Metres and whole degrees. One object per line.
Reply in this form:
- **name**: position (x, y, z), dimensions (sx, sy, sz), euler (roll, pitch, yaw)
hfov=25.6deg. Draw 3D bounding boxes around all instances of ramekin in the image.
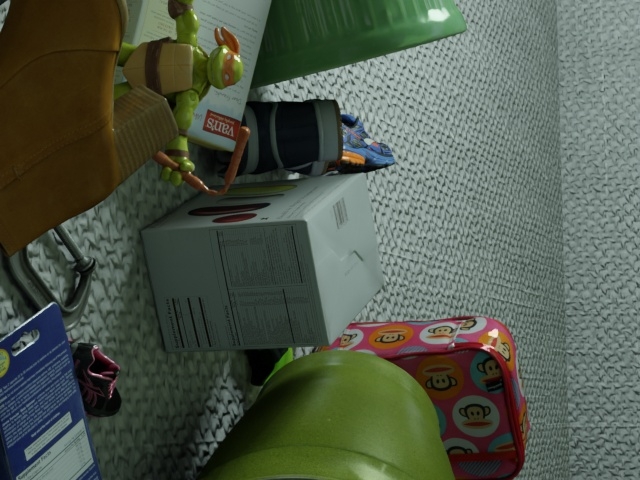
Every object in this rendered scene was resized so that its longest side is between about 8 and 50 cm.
- **ramekin**: position (0.015, -0.290, 1.724), dimensions (0.303, 0.303, 0.148), euler (-32, 109, -64)

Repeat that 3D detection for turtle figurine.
- **turtle figurine**: position (-0.164, -0.176, 1.366), dimensions (0.087, 0.217, 0.269), euler (2, 88, -78)

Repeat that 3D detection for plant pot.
- **plant pot**: position (0.009, 0.312, 1.613), dimensions (0.353, 0.366, 0.366), euler (-76, 154, -61)

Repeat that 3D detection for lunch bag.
- **lunch bag**: position (0.137, 0.240, 1.936), dimensions (0.120, 0.293, 0.258), euler (-61, 141, -59)

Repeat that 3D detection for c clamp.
- **c clamp**: position (-0.258, 0.004, 1.374), dimensions (0.137, 0.022, 0.161), euler (-70, 147, -43)

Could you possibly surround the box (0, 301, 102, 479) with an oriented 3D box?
- **box**: position (-0.266, 0.183, 1.313), dimensions (0.136, 0.036, 0.225), euler (-43, 127, -62)

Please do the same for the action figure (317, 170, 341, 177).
- **action figure**: position (0.000, 0.000, 1.871), dimensions (0.285, 0.099, 0.185), euler (10, 66, -77)

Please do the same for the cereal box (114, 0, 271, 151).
- **cereal box**: position (-0.140, -0.232, 1.524), dimensions (0.173, 0.047, 0.240), euler (19, 84, -44)

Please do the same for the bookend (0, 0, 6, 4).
- **bookend**: position (-0.334, -0.234, 1.055), dimensions (0.072, 0.157, 0.156), euler (-58, 140, -54)

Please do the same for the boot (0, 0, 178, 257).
- **boot**: position (-0.263, -0.144, 1.207), dimensions (0.211, 0.104, 0.295), euler (-35, 120, -19)

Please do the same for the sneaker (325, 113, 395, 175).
- **sneaker**: position (0.049, -0.142, 2.052), dimensions (0.221, 0.083, 0.087), euler (0, 79, -70)

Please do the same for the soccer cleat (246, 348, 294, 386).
- **soccer cleat**: position (-0.072, 0.097, 1.760), dimensions (0.072, 0.060, 0.179), euler (-30, 116, -54)

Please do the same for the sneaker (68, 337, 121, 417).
- **sneaker**: position (-0.221, 0.139, 1.401), dimensions (0.119, 0.057, 0.047), euler (62, 31, -47)

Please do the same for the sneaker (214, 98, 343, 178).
- **sneaker**: position (-0.064, -0.127, 1.781), dimensions (0.282, 0.153, 0.099), euler (174, -91, -83)

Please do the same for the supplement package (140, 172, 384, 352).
- **supplement package**: position (-0.061, 0.023, 1.606), dimensions (0.194, 0.203, 0.149), euler (-42, 124, -63)
